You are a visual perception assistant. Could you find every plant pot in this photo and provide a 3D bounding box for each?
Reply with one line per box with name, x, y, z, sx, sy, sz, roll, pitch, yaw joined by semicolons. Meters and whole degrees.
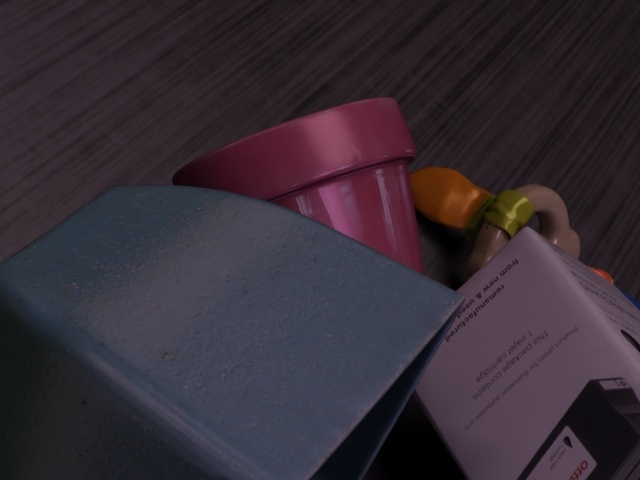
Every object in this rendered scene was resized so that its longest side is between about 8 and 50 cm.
plant pot;0.000;0.000;1.139;0.201;0.201;0.180;-16;84;-45
plant pot;-0.098;0.104;0.934;0.252;0.248;0.247;35;40;12

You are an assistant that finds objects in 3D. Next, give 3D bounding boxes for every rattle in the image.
rattle;0.188;0.007;1.399;0.199;0.142;0.130;16;80;-50

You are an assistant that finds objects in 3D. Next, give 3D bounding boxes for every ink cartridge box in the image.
ink cartridge box;0.269;0.211;1.061;0.285;0.166;0.395;30;21;-44
